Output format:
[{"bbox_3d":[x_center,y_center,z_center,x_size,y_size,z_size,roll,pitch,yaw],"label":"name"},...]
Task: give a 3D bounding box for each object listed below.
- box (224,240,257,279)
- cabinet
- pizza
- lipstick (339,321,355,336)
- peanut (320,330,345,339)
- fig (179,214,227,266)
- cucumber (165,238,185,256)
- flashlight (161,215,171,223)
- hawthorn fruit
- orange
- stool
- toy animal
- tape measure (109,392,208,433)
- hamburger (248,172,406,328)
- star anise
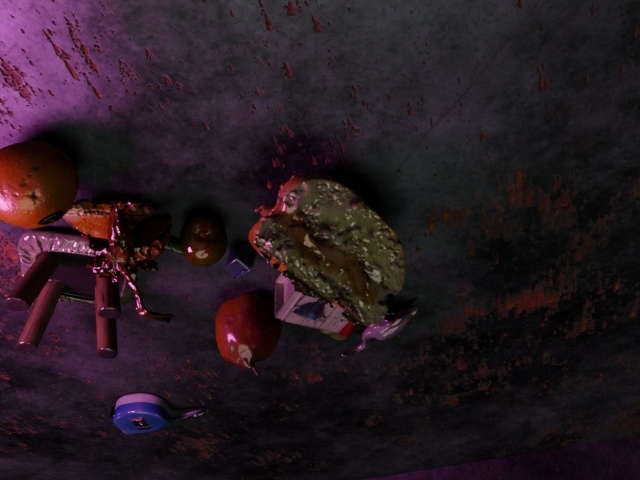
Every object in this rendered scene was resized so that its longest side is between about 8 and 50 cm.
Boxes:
[{"bbox_3d":[-0.222,0.052,1.642,0.054,0.099,0.074,41,123,-22],"label":"box"},{"bbox_3d":[-0.013,0.161,1.743,0.206,0.150,0.145,15,136,-21],"label":"cabinet"},{"bbox_3d":[-0.541,-0.059,1.501,0.226,0.069,0.147,0,147,-18],"label":"pizza"},{"bbox_3d":[0.114,0.200,1.861,0.073,0.073,0.279,7,137,-13],"label":"lipstick"},{"bbox_3d":[0.043,0.303,1.989,0.113,0.054,0.054,28,130,-28],"label":"peanut"},{"bbox_3d":[-0.299,0.002,1.579,0.127,0.133,0.185,-32,173,7],"label":"fig"},{"bbox_3d":[-0.406,0.014,1.621,0.168,0.039,0.039,20,133,-27],"label":"cucumber"},{"bbox_3d":[-0.442,-0.010,1.556,0.129,0.051,0.051,-47,128,10],"label":"flashlight"},{"bbox_3d":[-0.214,0.289,1.798,0.208,0.248,0.208,-8,143,-6],"label":"hawthorn fruit"},{"bbox_3d":[-0.646,-0.126,1.323,0.206,0.206,0.206,-3,139,-2],"label":"orange"},{"bbox_3d":[-0.671,0.150,1.612,0.310,0.226,0.310,7,138,-15],"label":"stool"},{"bbox_3d":[0.199,0.279,1.936,0.195,0.090,0.324,-3,145,-23],"label":"toy animal"},{"bbox_3d":[-0.637,0.675,2.324,0.351,0.098,0.215,-11,140,3],"label":"tape measure"},{"bbox_3d":[0.000,0.000,1.485,0.445,0.287,0.268,36,84,-35],"label":"hamburger"},{"bbox_3d":[-0.453,0.059,1.475,0.237,0.148,0.346,-22,112,-13],"label":"star anise"}]
